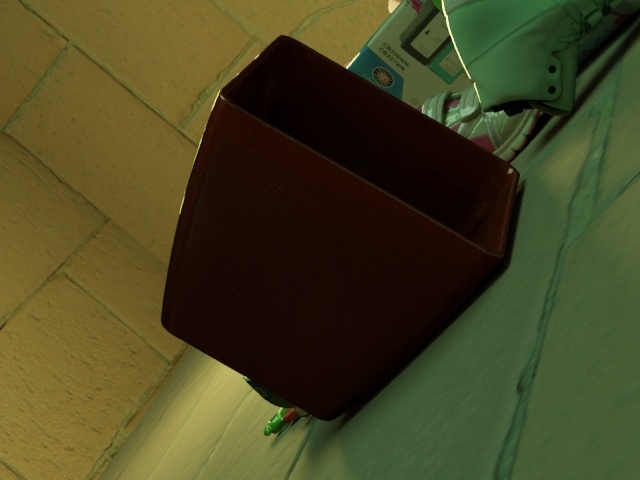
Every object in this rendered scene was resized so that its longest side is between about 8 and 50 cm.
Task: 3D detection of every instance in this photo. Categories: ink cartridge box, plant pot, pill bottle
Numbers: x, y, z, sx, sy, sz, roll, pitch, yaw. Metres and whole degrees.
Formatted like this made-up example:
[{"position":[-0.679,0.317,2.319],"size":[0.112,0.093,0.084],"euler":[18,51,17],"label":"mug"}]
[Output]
[{"position":[0.207,-0.278,1.915],"size":[0.270,0.198,0.197],"euler":[-47,4,40],"label":"ink cartridge box"},{"position":[0.000,0.000,1.352],"size":[0.235,0.267,0.267],"euler":[-59,0,21],"label":"plant pot"},{"position":[0.275,-0.241,1.624],"size":[0.160,0.087,0.087],"euler":[-46,5,47],"label":"pill bottle"}]

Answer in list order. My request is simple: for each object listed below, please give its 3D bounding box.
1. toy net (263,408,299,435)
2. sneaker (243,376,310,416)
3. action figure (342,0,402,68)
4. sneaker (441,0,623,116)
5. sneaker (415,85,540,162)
[{"position":[0.004,0.118,1.567],"size":[0.232,0.045,0.122],"euler":[-45,5,44],"label":"toy net"},{"position":[-0.020,0.076,1.504],"size":[0.064,0.086,0.192],"euler":[-3,68,63],"label":"sneaker"},{"position":[0.154,-0.317,2.510],"size":[0.370,0.248,0.275],"euler":[-51,4,27],"label":"action figure"},{"position":[0.264,-0.206,1.491],"size":[0.256,0.151,0.094],"euler":[-16,-5,5],"label":"sneaker"},{"position":[0.156,-0.120,1.633],"size":[0.252,0.111,0.103],"euler":[-48,5,25],"label":"sneaker"}]
